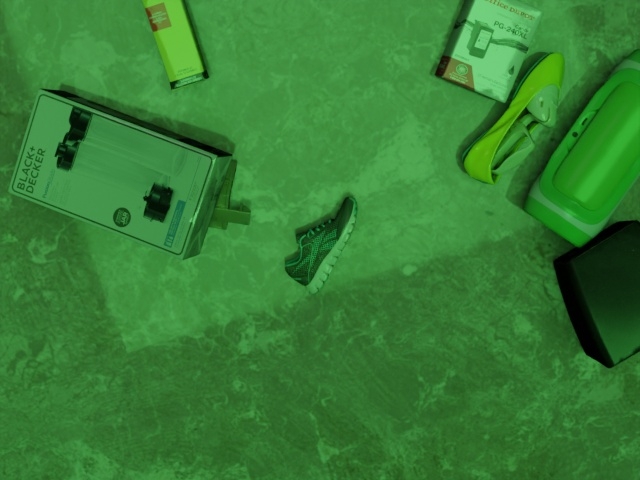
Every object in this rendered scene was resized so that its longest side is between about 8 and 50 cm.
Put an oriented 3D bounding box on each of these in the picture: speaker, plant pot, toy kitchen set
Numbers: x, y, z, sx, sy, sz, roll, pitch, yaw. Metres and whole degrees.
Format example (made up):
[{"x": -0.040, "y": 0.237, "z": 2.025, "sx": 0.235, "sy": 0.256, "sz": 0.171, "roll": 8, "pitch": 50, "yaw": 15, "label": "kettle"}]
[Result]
[{"x": 0.439, "y": -0.139, "z": 1.571, "sx": 0.131, "sy": 0.131, "sz": 0.296, "roll": 33, "pitch": 98, "yaw": -9, "label": "speaker"}, {"x": 0.465, "y": 0.071, "z": 1.594, "sx": 0.188, "sy": 0.187, "sz": 0.167, "roll": -33, "pitch": 88, "yaw": 3, "label": "plant pot"}, {"x": -0.138, "y": -0.068, "z": 1.601, "sx": 0.068, "sy": 0.075, "sz": 0.083, "roll": 10, "pitch": 140, "yaw": -2, "label": "toy kitchen set"}]

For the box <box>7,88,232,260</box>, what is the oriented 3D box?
[{"x": -0.297, "y": -0.099, "z": 1.522, "sx": 0.290, "sy": 0.087, "sz": 0.169, "roll": 22, "pitch": 100, "yaw": 8, "label": "box"}]

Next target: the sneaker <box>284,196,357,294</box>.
[{"x": 0.000, "y": 0.000, "z": 1.607, "sx": 0.076, "sy": 0.065, "sz": 0.166, "roll": 28, "pitch": 97, "yaw": -4, "label": "sneaker"}]

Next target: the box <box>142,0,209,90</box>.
[{"x": -0.227, "y": -0.341, "z": 1.514, "sx": 0.058, "sy": 0.087, "sz": 0.232, "roll": -17, "pitch": 103, "yaw": 0, "label": "box"}]

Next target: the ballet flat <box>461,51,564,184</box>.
[{"x": 0.313, "y": -0.179, "z": 1.575, "sx": 0.231, "sy": 0.077, "sz": 0.077, "roll": -51, "pitch": 139, "yaw": 9, "label": "ballet flat"}]

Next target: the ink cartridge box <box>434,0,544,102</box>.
[{"x": 0.255, "y": -0.299, "z": 1.559, "sx": 0.109, "sy": 0.063, "sz": 0.150, "roll": 21, "pitch": 100, "yaw": -7, "label": "ink cartridge box"}]
